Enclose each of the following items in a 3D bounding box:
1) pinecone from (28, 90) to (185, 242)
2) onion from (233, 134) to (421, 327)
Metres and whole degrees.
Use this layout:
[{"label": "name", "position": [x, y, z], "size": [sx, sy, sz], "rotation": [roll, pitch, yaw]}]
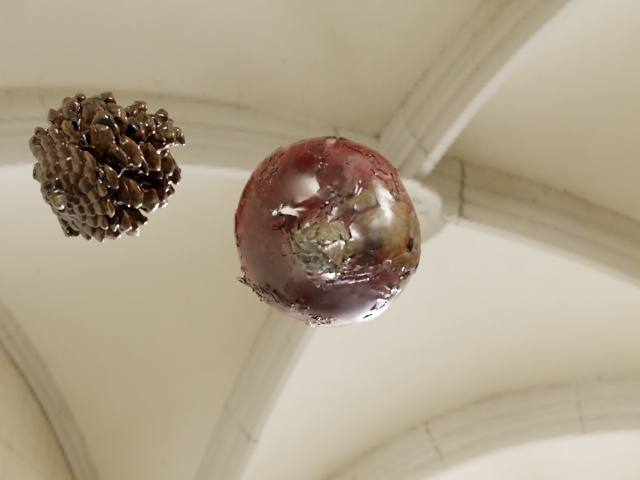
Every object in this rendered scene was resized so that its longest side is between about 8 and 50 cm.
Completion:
[{"label": "pinecone", "position": [-0.219, -0.082, 1.232], "size": [0.173, 0.174, 0.174], "rotation": [-3, -43, -3]}, {"label": "onion", "position": [0.000, 0.000, 1.054], "size": [0.183, 0.147, 0.184], "rotation": [3, -75, 13]}]
